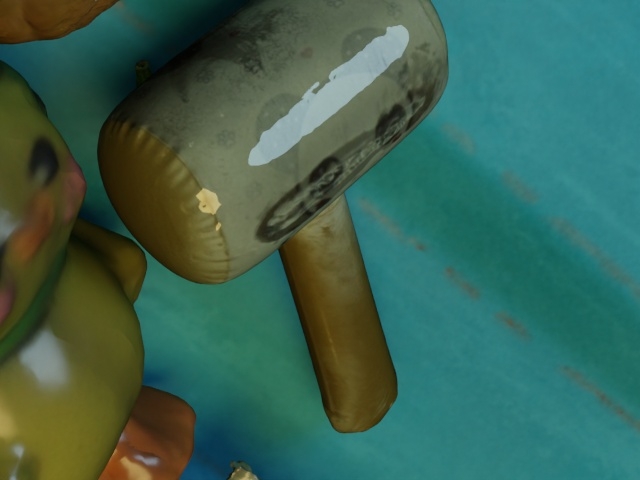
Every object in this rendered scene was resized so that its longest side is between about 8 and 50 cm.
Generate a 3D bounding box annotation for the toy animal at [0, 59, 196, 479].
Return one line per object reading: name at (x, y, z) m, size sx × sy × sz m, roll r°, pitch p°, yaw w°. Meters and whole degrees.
toy animal at (-0.198, 0.048, 0.894) m, size 0.191 × 0.216 × 0.338 m, roll 0°, pitch 135°, yaw 22°

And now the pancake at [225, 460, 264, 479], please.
pancake at (-0.123, 0.286, 1.103) m, size 0.427 × 0.067 × 0.304 m, roll -27°, pitch 130°, yaw 5°

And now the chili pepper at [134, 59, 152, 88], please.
chili pepper at (-0.076, -0.071, 0.967) m, size 0.083 × 0.017 × 0.030 m, roll 31°, pitch 106°, yaw -30°

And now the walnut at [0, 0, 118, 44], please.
walnut at (-0.155, -0.184, 0.816) m, size 0.238 × 0.141 × 0.204 m, roll 31°, pitch 111°, yaw -24°

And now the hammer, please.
hammer at (0.000, 0.000, 0.966) m, size 0.202 × 0.113 × 0.305 m, roll -38°, pitch 137°, yaw -20°
